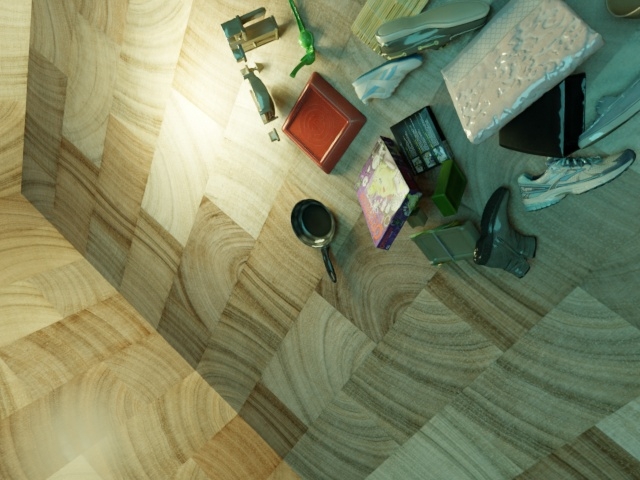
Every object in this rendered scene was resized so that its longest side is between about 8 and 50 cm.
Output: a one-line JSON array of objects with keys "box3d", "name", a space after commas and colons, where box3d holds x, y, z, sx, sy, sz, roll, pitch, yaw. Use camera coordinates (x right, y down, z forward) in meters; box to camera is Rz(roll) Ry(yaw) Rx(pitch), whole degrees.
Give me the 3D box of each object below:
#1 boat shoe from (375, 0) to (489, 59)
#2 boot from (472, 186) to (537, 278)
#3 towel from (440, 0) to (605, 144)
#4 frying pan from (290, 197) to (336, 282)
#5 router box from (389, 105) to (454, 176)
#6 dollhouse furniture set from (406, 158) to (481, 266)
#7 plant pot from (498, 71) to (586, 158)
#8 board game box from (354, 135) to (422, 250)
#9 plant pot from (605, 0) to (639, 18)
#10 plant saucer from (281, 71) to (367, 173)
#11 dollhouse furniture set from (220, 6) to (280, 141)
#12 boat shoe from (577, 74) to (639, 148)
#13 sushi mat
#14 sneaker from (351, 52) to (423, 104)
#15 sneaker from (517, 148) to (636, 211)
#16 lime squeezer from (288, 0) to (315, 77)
[{"box3d": [0.310, -0.582, 1.236, 0.305, 0.109, 0.091, -6, 141, 21], "name": "boat shoe"}, {"box3d": [0.558, -0.022, 1.306, 0.161, 0.083, 0.246, 14, 92, -1], "name": "boot"}, {"box3d": [0.466, -0.446, 1.099, 0.332, 0.053, 0.317, -42, 42, 36], "name": "towel"}, {"box3d": [0.016, -0.018, 1.675, 0.326, 0.053, 0.197, 49, 126, 5], "name": "frying pan"}, {"box3d": [0.313, -0.305, 1.373, 0.133, 0.046, 0.178, -24, 95, 37], "name": "router box"}, {"box3d": [0.384, -0.075, 1.402, 0.198, 0.151, 0.301, -13, 130, 42], "name": "dollhouse furniture set"}, {"box3d": [0.560, -0.315, 1.134, 0.167, 0.188, 0.187, 6, 112, 42], "name": "plant pot"}, {"box3d": [0.194, -0.156, 1.358, 0.056, 0.346, 0.208, 10, 124, -16], "name": "board game box"}, {"box3d": [0.745, -0.581, 0.875, 0.191, 0.284, 0.284, 10, 116, 0], "name": "plant pot"}, {"box3d": [-0.007, -0.402, 1.544, 0.259, 0.048, 0.258, 45, 126, 10], "name": "plant saucer"}, {"box3d": [-0.163, -0.540, 1.488, 0.174, 0.303, 0.355, -24, 97, -1], "name": "dollhouse furniture set"}, {"box3d": [0.715, -0.320, 1.076, 0.227, 0.079, 0.081, -42, 73, 19], "name": "boat shoe"}, {"box3d": [0.222, -0.688, 1.262, 0.151, 0.019, 0.316, 42, 135, 0], "name": "sushi mat"}, {"box3d": [0.212, -0.494, 1.352, 0.229, 0.087, 0.092, -15, 116, 37], "name": "sneaker"}, {"box3d": [0.656, -0.178, 1.163, 0.283, 0.110, 0.122, -27, 89, 37], "name": "sneaker"}, {"box3d": [-0.067, -0.648, 1.461, 0.059, 0.110, 0.310, -25, 63, 53], "name": "lime squeezer"}]
